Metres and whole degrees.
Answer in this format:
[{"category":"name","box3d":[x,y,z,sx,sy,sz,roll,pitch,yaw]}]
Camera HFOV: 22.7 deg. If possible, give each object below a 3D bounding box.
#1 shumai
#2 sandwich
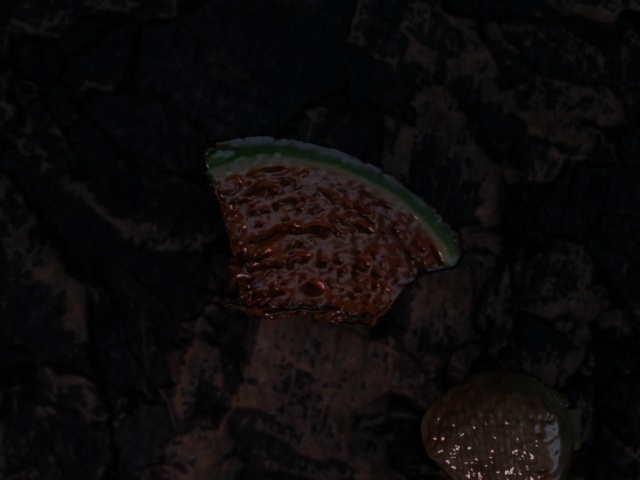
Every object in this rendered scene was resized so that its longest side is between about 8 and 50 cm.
[{"category":"shumai","box3d":[0.175,0.173,1.382,0.116,0.145,0.145,-3,80,-53]},{"category":"sandwich","box3d":[0.007,-0.008,1.380,0.235,0.079,0.159,5,90,-11]}]
